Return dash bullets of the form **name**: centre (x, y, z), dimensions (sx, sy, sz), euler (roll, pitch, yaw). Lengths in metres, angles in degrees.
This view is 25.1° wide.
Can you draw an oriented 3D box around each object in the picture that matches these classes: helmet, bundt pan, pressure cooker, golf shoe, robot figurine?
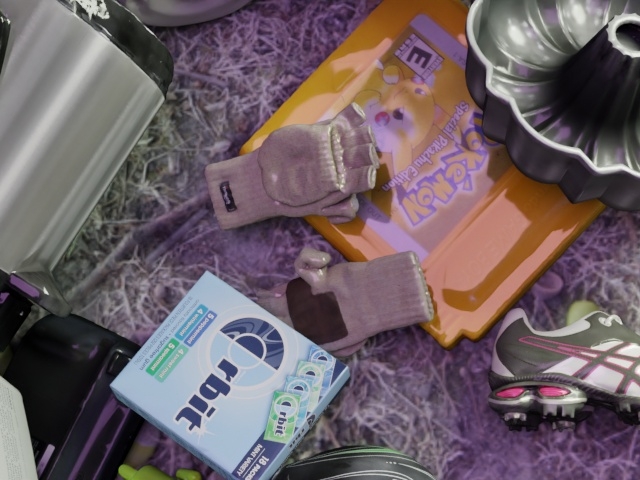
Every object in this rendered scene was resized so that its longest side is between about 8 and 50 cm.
- **helmet**: centre (0.043, 0.274, 1.382), dimensions (0.161, 0.169, 0.169), euler (-4, 76, 26)
- **bundt pan**: centre (0.289, -0.165, 1.415), dimensions (0.330, 0.124, 0.331), euler (4, 60, -7)
- **pressure cooker**: centre (-0.389, -0.099, 1.432), dimensions (0.420, 0.375, 0.370), euler (-57, 35, -5)
- **golf shoe**: centre (0.299, 0.125, 1.397), dimensions (0.272, 0.105, 0.120), euler (2, 70, 10)
- **robot figurine**: centre (-0.161, 0.272, 1.456), dimensions (0.115, 0.067, 0.101), euler (28, 71, 14)

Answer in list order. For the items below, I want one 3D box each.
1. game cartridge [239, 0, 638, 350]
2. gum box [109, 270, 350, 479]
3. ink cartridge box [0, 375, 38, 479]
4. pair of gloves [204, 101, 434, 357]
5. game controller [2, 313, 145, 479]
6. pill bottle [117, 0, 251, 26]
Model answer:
- **game cartridge**: centre (0.123, -0.085, 1.500), dimensions (0.323, 0.053, 0.285), euler (42, 87, 17)
- **gum box**: centre (-0.090, 0.142, 1.440), dimensions (0.184, 0.041, 0.157), euler (34, 72, 19)
- **ink cartridge box**: centre (-0.443, 0.195, 1.295), dimensions (0.279, 0.385, 0.160), euler (-17, 68, 2)
- **pair of gloves**: centre (0.000, 0.000, 1.462), dimensions (0.204, 0.042, 0.240), euler (-24, 86, 32)
- **game controller**: centre (-0.297, 0.234, 1.500), dimensions (0.166, 0.067, 0.319), euler (22, 81, 28)
- **pill bottle**: centre (-0.170, -0.409, 1.559), dimensions (0.176, 0.176, 0.319), euler (-17, 75, 5)
